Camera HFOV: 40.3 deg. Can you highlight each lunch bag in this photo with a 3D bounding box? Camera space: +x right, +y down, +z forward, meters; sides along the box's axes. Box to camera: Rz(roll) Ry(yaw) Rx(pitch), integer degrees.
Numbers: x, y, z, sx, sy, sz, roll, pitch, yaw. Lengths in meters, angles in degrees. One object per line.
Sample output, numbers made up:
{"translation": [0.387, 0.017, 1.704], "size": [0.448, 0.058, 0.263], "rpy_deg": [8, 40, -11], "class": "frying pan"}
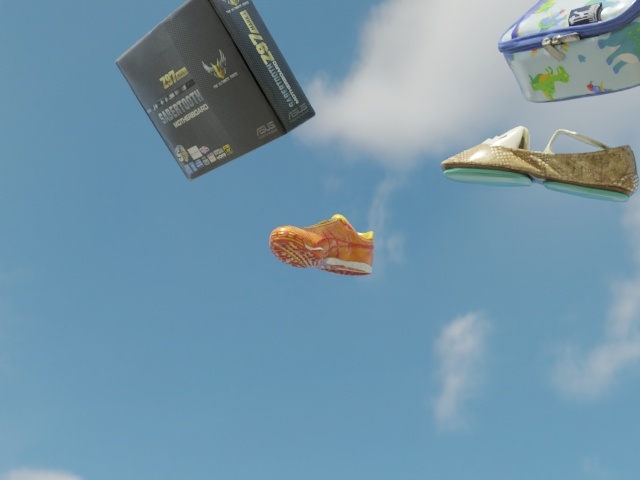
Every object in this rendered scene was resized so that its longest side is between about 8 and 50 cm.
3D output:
{"translation": [0.289, -0.222, 0.842], "size": [0.219, 0.176, 0.090], "rpy_deg": [-41, -68, -22], "class": "lunch bag"}

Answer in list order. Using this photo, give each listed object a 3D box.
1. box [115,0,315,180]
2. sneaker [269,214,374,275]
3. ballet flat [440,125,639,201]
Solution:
{"translation": [-0.133, -0.186, 1.055], "size": [0.232, 0.059, 0.183], "rpy_deg": [-16, -73, 50], "class": "box"}
{"translation": [0.000, 0.000, 1.015], "size": [0.064, 0.067, 0.175], "rpy_deg": [-5, -11, 34], "class": "sneaker"}
{"translation": [0.234, -0.087, 0.936], "size": [0.206, 0.073, 0.067], "rpy_deg": [9, -96, 17], "class": "ballet flat"}
